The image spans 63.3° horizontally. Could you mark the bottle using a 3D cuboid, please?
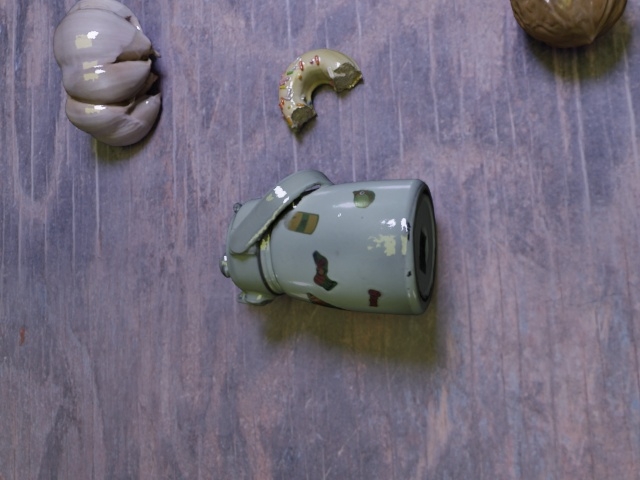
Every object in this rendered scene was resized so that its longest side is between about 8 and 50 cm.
[{"bbox_3d":[0.000,0.000,0.841,0.351,0.229,0.229,1,87,23],"label":"bottle"}]

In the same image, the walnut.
[{"bbox_3d":[0.360,-0.368,0.759,0.155,0.155,0.184,-20,82,18],"label":"walnut"}]

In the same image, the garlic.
[{"bbox_3d":[-0.417,-0.342,1.024,0.203,0.185,0.281,-6,84,3],"label":"garlic"}]

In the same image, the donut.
[{"bbox_3d":[-0.019,-0.286,0.934,0.166,0.065,0.108,-39,74,13],"label":"donut"}]
